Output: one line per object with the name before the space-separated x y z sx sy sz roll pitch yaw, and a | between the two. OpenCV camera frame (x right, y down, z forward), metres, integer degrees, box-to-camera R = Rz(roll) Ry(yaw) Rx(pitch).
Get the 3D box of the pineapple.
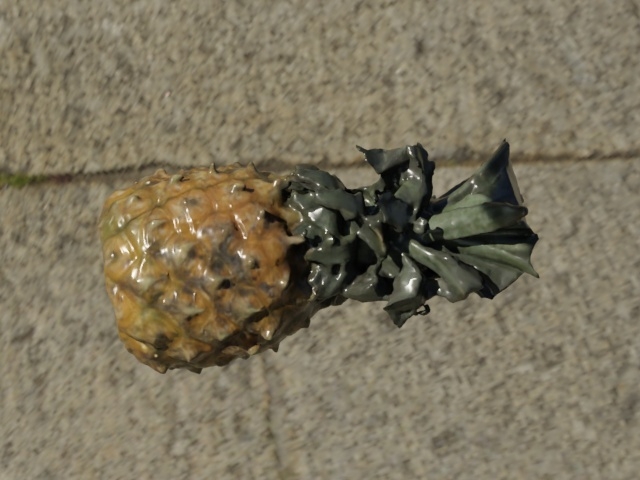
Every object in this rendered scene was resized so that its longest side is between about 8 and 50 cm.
pineapple | 0.000 0.001 0.813 0.248 0.128 0.128 -11 76 7
